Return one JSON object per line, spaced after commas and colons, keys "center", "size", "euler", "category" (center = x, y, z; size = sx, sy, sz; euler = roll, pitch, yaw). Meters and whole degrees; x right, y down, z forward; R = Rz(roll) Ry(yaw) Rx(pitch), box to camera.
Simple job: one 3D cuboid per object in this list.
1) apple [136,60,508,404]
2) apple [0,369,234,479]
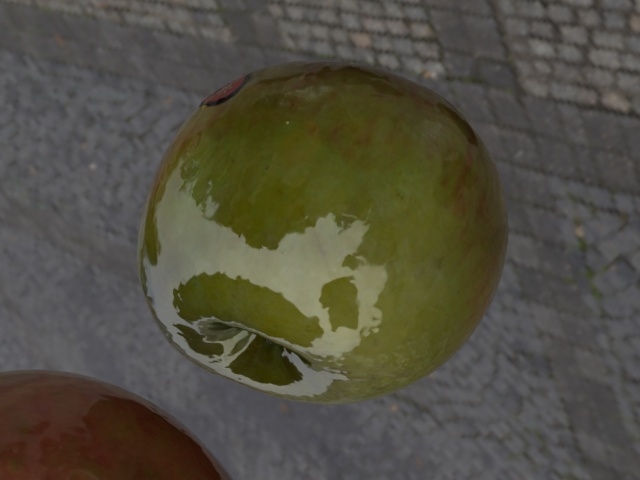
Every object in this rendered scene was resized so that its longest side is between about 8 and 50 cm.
{"center": [0.000, 0.000, 0.987], "size": [0.261, 0.194, 0.261], "euler": [16, 152, 9], "category": "apple"}
{"center": [-0.199, 0.257, 0.910], "size": [0.364, 0.364, 0.364], "euler": [39, 153, 24], "category": "apple"}
